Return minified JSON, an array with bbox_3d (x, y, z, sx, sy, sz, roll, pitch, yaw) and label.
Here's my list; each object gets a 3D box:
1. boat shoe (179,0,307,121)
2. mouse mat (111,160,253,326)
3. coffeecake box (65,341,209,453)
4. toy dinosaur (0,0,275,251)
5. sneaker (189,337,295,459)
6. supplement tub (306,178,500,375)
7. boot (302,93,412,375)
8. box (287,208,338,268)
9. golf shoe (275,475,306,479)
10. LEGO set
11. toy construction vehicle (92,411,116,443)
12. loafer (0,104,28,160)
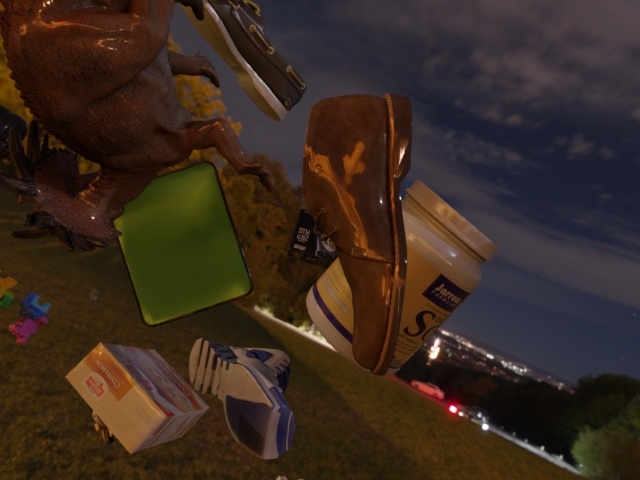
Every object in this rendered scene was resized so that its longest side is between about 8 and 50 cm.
[{"bbox_3d":[-0.132,-0.343,0.827,0.305,0.091,0.109,50,-9,-37],"label":"boat shoe"},{"bbox_3d":[-0.185,0.004,0.643,0.152,0.190,0.007,-18,-1,-3],"label":"mouse mat"},{"bbox_3d":[-0.264,0.230,0.734,0.142,0.068,0.185,42,-8,14],"label":"coffeecake box"},{"bbox_3d":[-0.157,-0.102,0.343,0.127,0.200,0.296,50,-25,41],"label":"toy dinosaur"},{"bbox_3d":[-0.113,0.277,0.958,0.182,0.128,0.315,8,9,-38],"label":"sneaker"},{"bbox_3d":[0.157,0.072,0.961,0.241,0.331,0.241,38,13,-10],"label":"supplement tub"},{"bbox_3d":[0.034,-0.010,0.535,0.115,0.305,0.112,1,-7,-7],"label":"boot"},{"bbox_3d":[0.000,0.000,1.547,0.180,0.147,0.077,17,-25,-3],"label":"box"},{"bbox_3d":[-0.023,0.595,1.091,0.272,0.120,0.105,-15,-39,35],"label":"golf shoe"},{"bbox_3d":[-0.614,0.125,0.930,0.087,0.093,0.227,-15,-47,26],"label":"LEGO set"},{"bbox_3d":[-0.345,0.299,0.832,0.098,0.086,0.035,61,17,22],"label":"toy construction vehicle"},{"bbox_3d":[-0.422,-0.086,0.538,0.078,0.220,0.080,51,9,-14],"label":"loafer"}]
